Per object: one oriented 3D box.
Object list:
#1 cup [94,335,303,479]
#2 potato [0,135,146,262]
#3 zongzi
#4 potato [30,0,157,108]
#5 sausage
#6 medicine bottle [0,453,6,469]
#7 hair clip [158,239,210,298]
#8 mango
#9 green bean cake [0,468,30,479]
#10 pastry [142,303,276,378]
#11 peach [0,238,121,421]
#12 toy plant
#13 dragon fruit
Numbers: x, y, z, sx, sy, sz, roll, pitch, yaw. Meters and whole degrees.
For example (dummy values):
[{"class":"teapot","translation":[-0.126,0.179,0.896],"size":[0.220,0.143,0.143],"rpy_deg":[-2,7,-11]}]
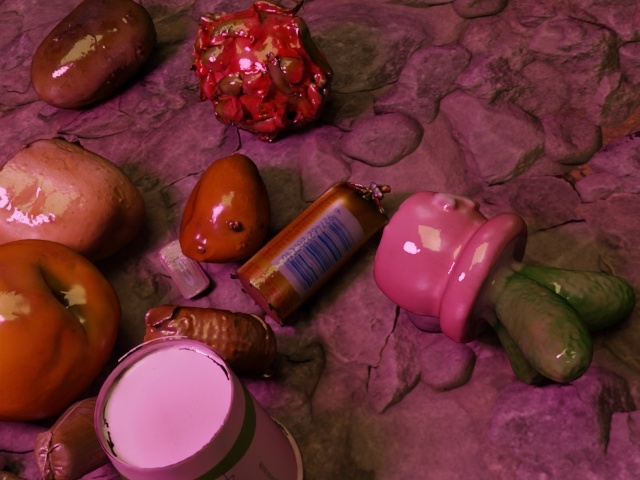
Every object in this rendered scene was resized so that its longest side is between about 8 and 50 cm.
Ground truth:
[{"class":"cup","translation":[-0.175,0.285,1.257],"size":[0.253,0.274,0.253],"rpy_deg":[-8,51,10]},{"class":"potato","translation":[-0.439,-0.054,1.635],"size":[0.242,0.243,0.285],"rpy_deg":[12,14,24]},{"class":"zongzi","translation":[-0.384,0.299,1.356],"size":[0.204,0.094,0.205],"rpy_deg":[-12,9,34]},{"class":"potato","translation":[-0.481,-0.401,1.944],"size":[0.210,0.173,0.307],"rpy_deg":[31,69,31]},{"class":"sausage","translation":[-0.001,0.000,1.534],"size":[0.317,0.117,0.125],"rpy_deg":[-42,42,-20]},{"class":"medicine bottle","translation":[-0.571,0.389,1.402],"size":[0.105,0.105,0.168],"rpy_deg":[12,58,24]},{"class":"hair clip","translation":[-0.241,0.053,1.619],"size":[0.054,0.022,0.137],"rpy_deg":[-33,52,-9]},{"class":"mango","translation":[-0.158,-0.065,1.609],"size":[0.136,0.166,0.236],"rpy_deg":[19,23,-21]},{"class":"green bean cake","translation":[-0.391,0.427,1.225],"size":[0.246,0.250,0.156],"rpy_deg":[14,58,25]},{"class":"pastry","translation":[-0.180,0.155,1.392],"size":[0.218,0.229,0.100],"rpy_deg":[-1,80,28]},{"class":"peach","translation":[-0.489,0.147,1.466],"size":[0.308,0.289,0.289],"rpy_deg":[-35,44,28]},{"class":"toy plant","translation":[0.249,0.074,1.322],"size":[0.356,0.211,0.317],"rpy_deg":[33,26,22]},{"class":"dragon fruit","translation":[-0.109,-0.323,1.742],"size":[0.302,0.231,0.237],"rpy_deg":[32,61,17]}]
